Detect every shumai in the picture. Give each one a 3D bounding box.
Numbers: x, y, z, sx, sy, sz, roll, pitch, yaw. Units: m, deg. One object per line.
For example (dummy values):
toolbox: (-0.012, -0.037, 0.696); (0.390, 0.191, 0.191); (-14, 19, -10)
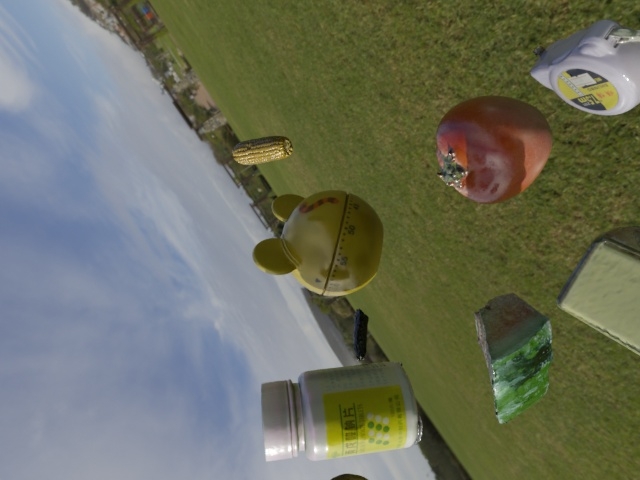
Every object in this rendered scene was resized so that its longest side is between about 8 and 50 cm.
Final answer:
shumai: (0.833, 0.065, 1.094); (0.201, 0.201, 0.120); (55, -150, 6)

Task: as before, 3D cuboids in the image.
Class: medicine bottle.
medicine bottle: (0.043, 0.436, 1.041); (0.213, 0.377, 0.214); (175, 90, -83)

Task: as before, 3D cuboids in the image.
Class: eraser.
eraser: (0.419, 0.081, 0.523); (0.058, 0.117, 0.172); (4, -156, -42)

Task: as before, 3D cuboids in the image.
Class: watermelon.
watermelon: (0.489, 0.276, 1.027); (0.302, 0.151, 0.265); (-76, -29, -54)

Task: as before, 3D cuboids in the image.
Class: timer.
timer: (0.000, 0.000, 1.310); (0.385, 0.377, 0.376); (12, 175, 0)

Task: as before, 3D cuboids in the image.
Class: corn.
corn: (-0.159, -0.239, 1.082); (0.207, 0.068, 0.068); (4, 138, 40)

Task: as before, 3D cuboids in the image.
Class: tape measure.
tape measure: (0.518, -0.319, 0.753); (0.178, 0.105, 0.196); (37, -178, -14)

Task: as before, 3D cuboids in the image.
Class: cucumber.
cucumber: (0.137, 0.325, 1.402); (0.053, 0.053, 0.182); (61, -149, -53)

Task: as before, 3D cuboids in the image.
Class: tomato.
tomato: (0.499, -0.271, 1.180); (0.322, 0.321, 0.321); (55, 176, 5)

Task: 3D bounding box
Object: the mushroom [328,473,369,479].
mushroom: (0.083, 0.563, 0.784); (0.254, 0.184, 0.255); (28, -162, -10)
